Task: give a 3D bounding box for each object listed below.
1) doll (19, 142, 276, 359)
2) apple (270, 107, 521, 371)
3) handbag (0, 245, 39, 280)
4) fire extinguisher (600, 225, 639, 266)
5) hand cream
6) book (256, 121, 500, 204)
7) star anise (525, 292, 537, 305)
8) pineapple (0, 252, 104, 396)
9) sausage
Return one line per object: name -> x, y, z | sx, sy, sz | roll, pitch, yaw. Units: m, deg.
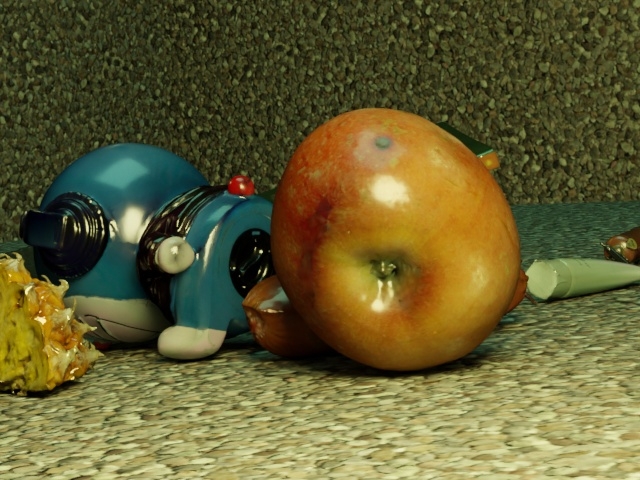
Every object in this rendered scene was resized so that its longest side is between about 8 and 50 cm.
doll -> -0.186, 0.012, 1.864 | 0.310, 0.240, 0.284 | 6, -2, 41
apple -> 0.070, 0.002, 1.566 | 0.254, 0.253, 0.253 | -5, 4, 0
handbag -> -0.415, 0.068, 2.405 | 0.175, 0.088, 0.270 | 7, 10, 28
fire extinguisher -> 0.447, 0.013, 2.383 | 0.062, 0.050, 0.177 | 38, 21, 17
hand cream -> 0.339, 0.044, 2.070 | 0.078, 0.050, 0.205 | 0, 2, 45
book -> 0.035, -0.064, 2.215 | 0.371, 0.043, 0.260 | -20, 15, -5
star anise -> 0.187, 0.021, 2.029 | 0.144, 0.140, 0.158 | -16, 15, 33
pineapple -> -0.293, 0.080, 1.693 | 0.164, 0.139, 0.250 | -6, 1, -35
sausage -> 0.072, 0.065, 1.764 | 0.348, 0.094, 0.097 | -6, 25, -32
